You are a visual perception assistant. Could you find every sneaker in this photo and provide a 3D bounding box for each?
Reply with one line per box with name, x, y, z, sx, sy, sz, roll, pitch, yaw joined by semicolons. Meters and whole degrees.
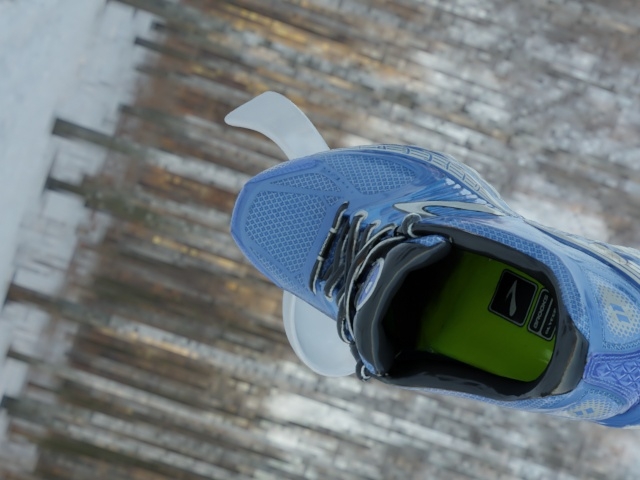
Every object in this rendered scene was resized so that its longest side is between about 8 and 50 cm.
sneaker;0.057;0.015;0.924;0.330;0.147;0.129;20;-81;42

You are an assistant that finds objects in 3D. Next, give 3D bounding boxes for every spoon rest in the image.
spoon rest;0.000;0.000;1.432;0.137;0.276;0.084;-35;-155;-28
